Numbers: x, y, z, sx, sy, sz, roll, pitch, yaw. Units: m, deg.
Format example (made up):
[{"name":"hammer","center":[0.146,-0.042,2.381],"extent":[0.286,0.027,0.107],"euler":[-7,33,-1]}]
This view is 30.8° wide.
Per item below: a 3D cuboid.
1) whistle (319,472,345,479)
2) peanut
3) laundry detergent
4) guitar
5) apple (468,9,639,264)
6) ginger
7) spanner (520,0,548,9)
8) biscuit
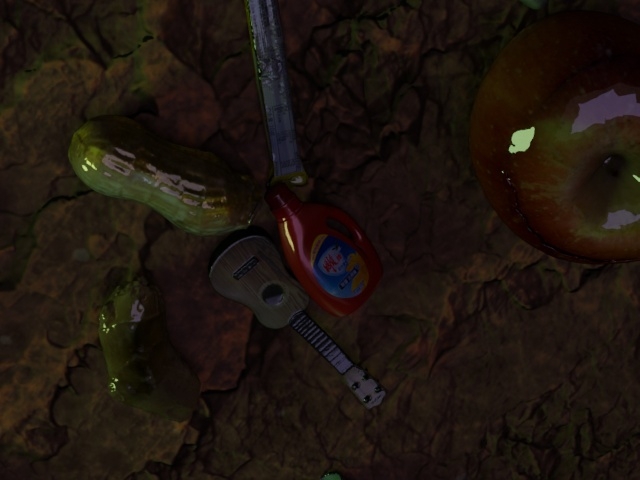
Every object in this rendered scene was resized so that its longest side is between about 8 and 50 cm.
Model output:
[{"name":"whistle","center":[0.105,0.399,1.456],"extent":[0.062,0.062,0.312],"euler":[-44,114,8]},{"name":"peanut","center":[-0.159,-0.064,1.196],"extent":[0.206,0.087,0.087],"euler":[22,106,-18]},{"name":"laundry detergent","center":[0.000,0.000,1.270],"extent":[0.097,0.049,0.165],"euler":[-49,116,-25]},{"name":"guitar","center":[-0.017,0.094,1.315],"extent":[0.084,0.038,0.271],"euler":[-41,112,7]},{"name":"apple","center":[0.284,-0.105,1.211],"extent":[0.271,0.206,0.252],"euler":[21,117,-16]},{"name":"ginger","center":[-0.191,0.126,1.276],"extent":[0.095,0.069,0.190],"euler":[-13,115,-1]},{"name":"spanner","center":[0.117,-0.338,1.166],"extent":[0.324,0.040,0.096],"euler":[23,106,-21]},{"name":"biscuit","center":[-0.051,-0.186,1.200],"extent":[0.048,0.026,0.292],"euler":[-12,115,-9]}]
